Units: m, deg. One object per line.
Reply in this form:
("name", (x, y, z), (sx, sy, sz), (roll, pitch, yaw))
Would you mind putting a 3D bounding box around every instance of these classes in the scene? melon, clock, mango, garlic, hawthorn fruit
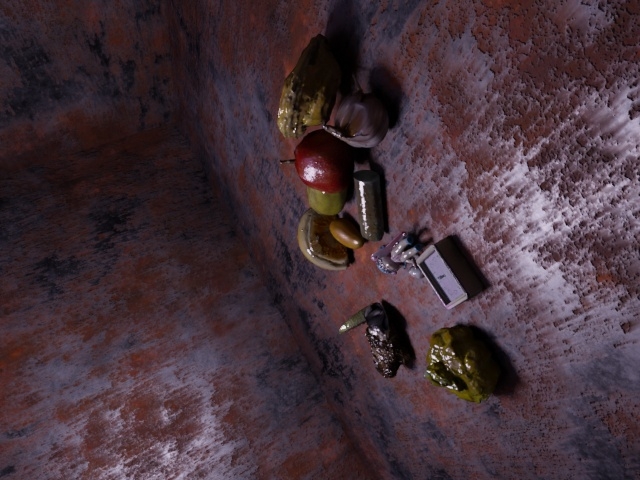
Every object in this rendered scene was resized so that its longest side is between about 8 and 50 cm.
("melon", (0.163, 0.348, 2.171), (0.054, 0.182, 0.097), (55, 152, 27))
("clock", (0.392, 0.103, 1.534), (0.191, 0.071, 0.147), (59, 157, 14))
("mango", (0.113, -0.026, 2.027), (0.184, 0.085, 0.102), (35, 141, 34))
("garlic", (0.088, -0.393, 1.543), (0.256, 0.207, 0.207), (65, 159, 14))
("hawthorn fruit", (-0.005, -0.272, 1.717), (0.230, 0.266, 0.210), (92, 173, -64))

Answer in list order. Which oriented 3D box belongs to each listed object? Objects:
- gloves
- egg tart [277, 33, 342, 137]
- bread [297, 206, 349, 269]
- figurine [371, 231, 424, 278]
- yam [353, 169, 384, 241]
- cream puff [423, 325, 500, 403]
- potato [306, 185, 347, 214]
("gloves", (0.269, 0.423, 2.064), (0.210, 0.135, 0.312), (36, 144, 52))
("egg tart", (-0.018, -0.481, 1.613), (0.150, 0.351, 0.351), (22, 149, 4))
("bread", (-0.002, 0.005, 2.167), (0.313, 0.192, 0.171), (67, 157, -4))
("figurine", (0.289, 0.053, 1.714), (0.206, 0.102, 0.260), (28, 155, -5))
("yam", (0.175, -0.119, 1.773), (0.093, 0.093, 0.259), (38, 145, 49))
("cream puff", (0.436, 0.415, 1.615), (0.282, 0.185, 0.281), (50, 151, 40))
("potato", (0.026, -0.199, 1.949), (0.197, 0.149, 0.228), (30, 142, 35))
